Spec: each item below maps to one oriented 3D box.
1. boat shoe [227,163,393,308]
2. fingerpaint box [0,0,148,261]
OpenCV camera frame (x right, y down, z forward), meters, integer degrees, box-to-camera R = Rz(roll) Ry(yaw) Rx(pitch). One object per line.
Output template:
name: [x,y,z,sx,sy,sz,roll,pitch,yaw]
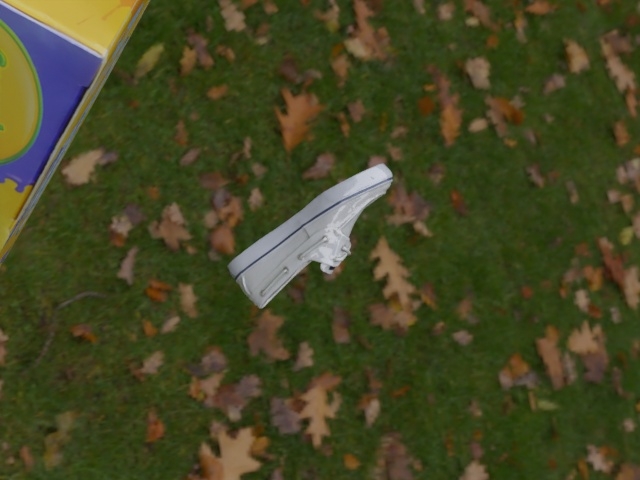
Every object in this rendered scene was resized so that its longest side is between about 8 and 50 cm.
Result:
boat shoe: [0.000,0.000,0.581,0.035,0.100,0.035,56,11,7]
fingerpaint box: [-0.223,-0.161,0.813,0.163,0.445,0.371,29,52,-13]
